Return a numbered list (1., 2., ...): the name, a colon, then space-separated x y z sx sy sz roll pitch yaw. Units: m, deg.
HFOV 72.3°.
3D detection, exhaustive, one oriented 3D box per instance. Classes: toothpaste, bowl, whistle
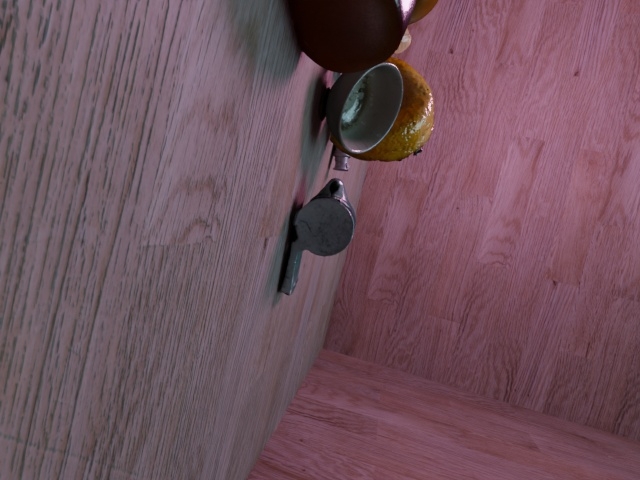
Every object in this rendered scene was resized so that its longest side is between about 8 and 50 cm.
1. toothpaste: 0.098 -0.438 1.799 0.114 0.073 0.300 4 92 -80
2. bowl: 0.115 -0.436 1.388 0.289 0.146 0.289 -32 142 -29
3. whistle: -0.031 -0.009 1.439 0.405 0.188 0.168 -44 -176 13

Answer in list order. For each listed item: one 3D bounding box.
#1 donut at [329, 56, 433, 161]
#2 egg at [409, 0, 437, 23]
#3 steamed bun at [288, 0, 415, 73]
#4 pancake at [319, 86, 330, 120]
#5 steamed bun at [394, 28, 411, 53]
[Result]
1. donut: 0.243 -0.505 1.621 0.163 0.377 0.435 86 15 -64
2. egg: 0.281 -0.891 1.485 0.283 0.282 0.351 95 10 -45
3. steamed bun: 0.077 -0.523 0.901 0.379 0.248 0.235 73 33 -76
4. pancake: 0.015 -0.438 1.414 0.115 0.011 0.115 14 90 -81
5. steamed bun: 0.259 -0.814 1.686 0.110 0.212 0.231 -153 -107 -69
